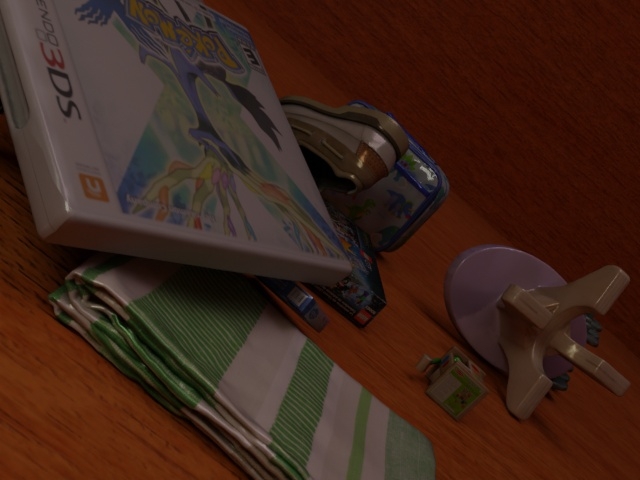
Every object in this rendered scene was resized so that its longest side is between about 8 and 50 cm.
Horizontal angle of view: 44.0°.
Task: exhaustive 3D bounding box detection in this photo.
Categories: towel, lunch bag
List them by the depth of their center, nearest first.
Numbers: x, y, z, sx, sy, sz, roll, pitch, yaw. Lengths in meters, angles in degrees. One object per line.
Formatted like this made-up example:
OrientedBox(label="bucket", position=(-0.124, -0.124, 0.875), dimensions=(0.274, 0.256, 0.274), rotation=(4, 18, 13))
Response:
OrientedBox(label="towel", position=(-0.031, 0.108, 0.611), dimensions=(0.325, 0.038, 0.248), rotation=(42, 13, -5))
OrientedBox(label="lunch bag", position=(0.084, -0.104, 1.260), dimensions=(0.219, 0.176, 0.090), rotation=(48, 15, 17))

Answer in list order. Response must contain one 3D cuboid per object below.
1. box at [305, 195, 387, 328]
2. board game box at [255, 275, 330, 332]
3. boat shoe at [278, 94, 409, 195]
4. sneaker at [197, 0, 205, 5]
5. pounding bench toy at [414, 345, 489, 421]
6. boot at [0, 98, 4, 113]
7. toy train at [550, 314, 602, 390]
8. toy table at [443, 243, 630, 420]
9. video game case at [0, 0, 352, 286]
OrientedBox(label="box", position=(0.000, 0.000, 0.994), dimensions=(0.159, 0.044, 0.233), rotation=(39, 14, -14))
OrientedBox(label="board game box", position=(-0.036, 0.043, 0.743), dimensions=(0.090, 0.020, 0.090), rotation=(40, -6, 21))
OrientedBox(label="boat shoe", position=(-0.015, -0.131, 1.124), dimensions=(0.302, 0.103, 0.113), rotation=(12, -32, 53))
OrientedBox(label="sneaker", position=(-0.275, -0.388, 1.254), dimensions=(0.302, 0.108, 0.121), rotation=(23, 26, -47))
OrientedBox(label="pounding bench toy", position=(0.148, 0.155, 0.928), dimensions=(0.083, 0.052, 0.065), rotation=(42, 14, -3))
OrientedBox(label="boot", position=(-0.254, -0.072, 0.449), dimensions=(0.178, 0.085, 0.236), rotation=(54, 17, 24))
OrientedBox(label="toy train", position=(0.406, 0.164, 1.470), dimensions=(0.190, 0.142, 0.334), rotation=(34, 13, 17))
OrientedBox(label="toy table", position=(0.323, 0.128, 1.168), dimensions=(0.274, 0.252, 0.161), rotation=(26, 3, -21))
OrientedBox(label="video game case", position=(-0.121, -0.111, 0.649), dimensions=(0.329, 0.036, 0.300), rotation=(14, 48, -57))
